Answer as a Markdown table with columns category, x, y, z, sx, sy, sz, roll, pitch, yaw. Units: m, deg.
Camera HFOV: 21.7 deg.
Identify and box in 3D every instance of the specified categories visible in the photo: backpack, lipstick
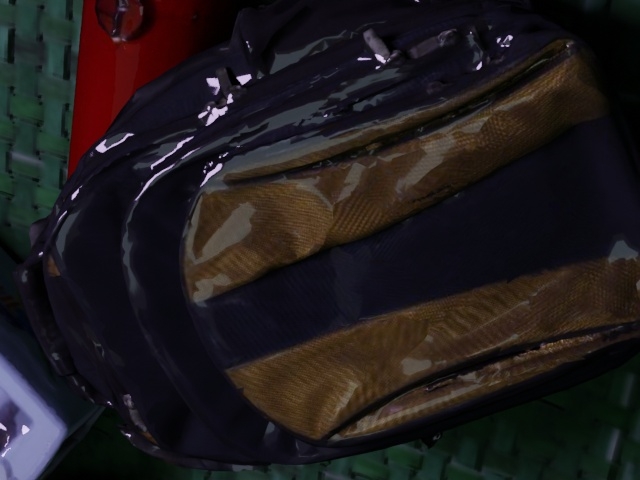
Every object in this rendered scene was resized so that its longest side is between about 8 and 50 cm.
| category | x | y | z | sx | sy | sz | roll | pitch | yaw |
| --- | --- | --- | --- | --- | --- | --- | --- | --- | --- |
| backpack | 0.000 | 0.000 | 0.684 | 0.258 | 0.133 | 0.206 | -22 | 110 | 6 |
| lipstick | -0.067 | -0.113 | 0.713 | 0.073 | 0.073 | 0.279 | 20 | 122 | 16 |

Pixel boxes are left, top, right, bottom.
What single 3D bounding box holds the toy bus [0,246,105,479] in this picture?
| category | x | y | z | sx | sy | sz | roll | pitch | yaw |
| --- | --- | --- | --- | --- | --- | --- | --- | --- | --- |
| toy bus | -0.258 | 0.009 | 0.852 | 0.329 | 0.109 | 0.136 | 47 | 116 | -3 |
